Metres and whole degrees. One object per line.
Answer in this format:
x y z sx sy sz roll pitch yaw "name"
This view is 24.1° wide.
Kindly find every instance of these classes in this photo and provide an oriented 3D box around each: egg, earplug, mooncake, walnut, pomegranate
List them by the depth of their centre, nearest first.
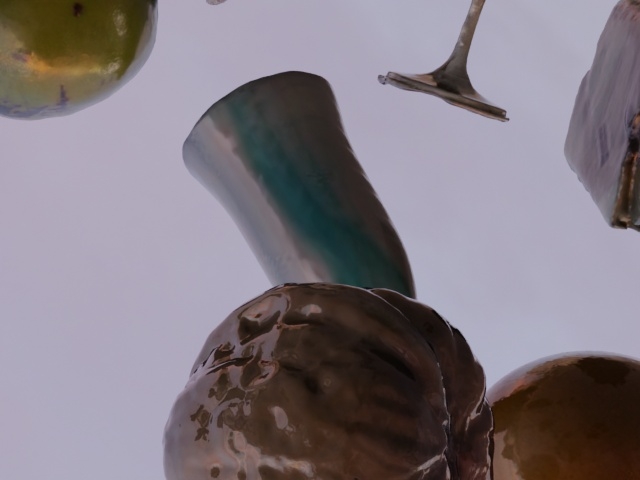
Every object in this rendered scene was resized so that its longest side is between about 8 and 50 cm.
0.004 0.150 1.112 0.248 0.248 0.248 30 -143 -26 "walnut"
0.285 0.254 1.527 0.351 0.282 0.282 25 -142 -46 "egg"
-0.302 -0.263 1.551 0.340 0.260 0.260 75 174 -61 "pomegranate"
0.000 0.000 1.587 0.185 0.185 0.324 4 -130 -48 "earplug"
0.383 -0.149 1.685 0.136 0.250 0.254 12 -157 -12 "mooncake"

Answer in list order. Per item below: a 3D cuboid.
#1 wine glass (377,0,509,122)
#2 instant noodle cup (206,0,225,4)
0.112 -0.178 1.012 0.122 0.183 0.122 18 -171 -3 "wine glass"
-0.138 -0.434 1.740 0.200 0.264 0.264 31 -144 -19 "instant noodle cup"
